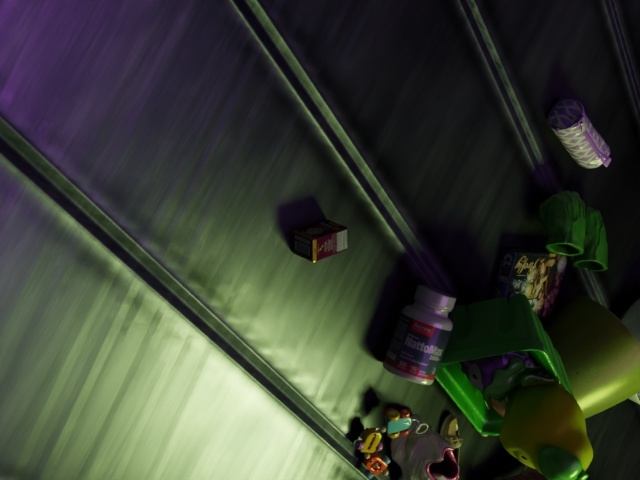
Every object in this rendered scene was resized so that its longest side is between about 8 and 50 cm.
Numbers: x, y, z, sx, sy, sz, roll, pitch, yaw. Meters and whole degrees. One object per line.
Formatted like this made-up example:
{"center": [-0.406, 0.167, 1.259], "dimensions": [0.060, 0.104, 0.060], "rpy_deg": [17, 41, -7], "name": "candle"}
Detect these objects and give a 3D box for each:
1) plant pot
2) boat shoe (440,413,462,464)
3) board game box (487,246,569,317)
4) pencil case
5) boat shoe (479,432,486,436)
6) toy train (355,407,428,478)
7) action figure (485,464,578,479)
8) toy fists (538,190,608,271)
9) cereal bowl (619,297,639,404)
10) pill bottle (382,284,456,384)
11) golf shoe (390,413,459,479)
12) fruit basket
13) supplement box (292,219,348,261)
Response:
{"center": [0.598, 0.331, 2.048], "dimensions": [0.293, 0.275, 0.275], "rpy_deg": [-36, 130, -10], "name": "plant pot"}
{"center": [0.305, 0.463, 1.939], "dimensions": [0.050, 0.045, 0.135], "rpy_deg": [-22, 121, -38], "name": "boat shoe"}
{"center": [0.487, 0.102, 1.975], "dimensions": [0.243, 0.042, 0.165], "rpy_deg": [2, 105, -45], "name": "board game box"}
{"center": [0.587, -0.239, 1.903], "dimensions": [0.206, 0.088, 0.086], "rpy_deg": [34, 84, -48], "name": "pencil case"}
{"center": [0.404, 0.399, 2.019], "dimensions": [0.040, 0.049, 0.142], "rpy_deg": [19, 95, -14], "name": "boat shoe"}
{"center": [0.134, 0.408, 1.731], "dimensions": [0.166, 0.046, 0.125], "rpy_deg": [-44, 125, 6], "name": "toy train"}
{"center": [0.502, 0.628, 2.102], "dimensions": [0.370, 0.248, 0.276], "rpy_deg": [-4, 75, -19], "name": "action figure"}
{"center": [0.595, -0.025, 1.976], "dimensions": [0.279, 0.096, 0.142], "rpy_deg": [24, 67, -46], "name": "toy fists"}
{"center": [0.936, 0.296, 2.434], "dimensions": [0.339, 0.141, 0.339], "rpy_deg": [-20, 119, -40], "name": "cereal bowl"}
{"center": [0.202, 0.185, 1.676], "dimensions": [0.108, 0.108, 0.180], "rpy_deg": [15, 95, -47], "name": "pill bottle"}
{"center": [0.237, 0.519, 1.829], "dimensions": [0.115, 0.140, 0.306], "rpy_deg": [-39, 132, -29], "name": "golf shoe"}
{"center": [0.416, 0.344, 1.768], "dimensions": [0.392, 0.282, 0.392], "rpy_deg": [39, 45, -53], "name": "fruit basket"}
{"center": [0.000, 0.000, 1.436], "dimensions": [0.083, 0.055, 0.043], "rpy_deg": [-20, 120, -40], "name": "supplement box"}
